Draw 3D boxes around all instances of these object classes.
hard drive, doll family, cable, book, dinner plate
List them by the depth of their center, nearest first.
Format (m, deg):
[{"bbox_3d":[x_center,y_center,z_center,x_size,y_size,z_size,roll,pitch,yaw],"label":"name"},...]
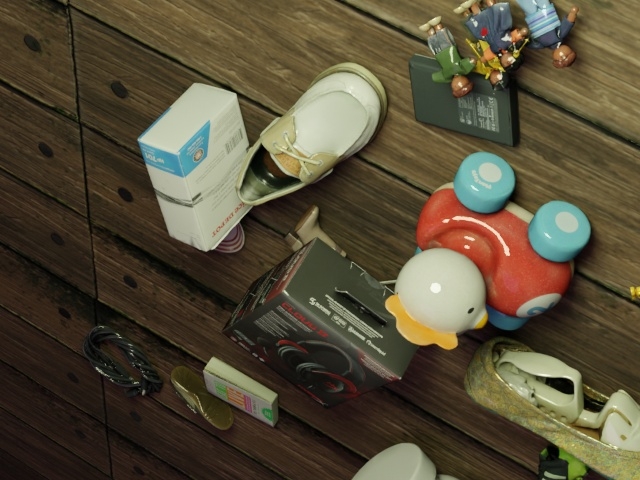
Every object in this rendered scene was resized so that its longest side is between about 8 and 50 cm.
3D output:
[{"bbox_3d":[0.197,-0.216,1.407,0.193,0.076,0.111,-20,96,58],"label":"doll family"},{"bbox_3d":[0.171,-0.167,1.541,0.135,0.022,0.094,18,142,28],"label":"hard drive"},{"bbox_3d":[-0.175,-0.038,2.029,0.141,0.017,0.141,25,144,20],"label":"dinner plate"},{"bbox_3d":[-0.143,0.280,2.367,0.144,0.035,0.096,25,148,17],"label":"book"},{"bbox_3d":[-0.391,0.242,2.539,0.150,0.047,0.184,-1,129,44],"label":"cable"}]

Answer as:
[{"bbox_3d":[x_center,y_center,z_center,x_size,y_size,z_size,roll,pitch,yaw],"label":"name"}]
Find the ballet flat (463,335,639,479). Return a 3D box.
[{"bbox_3d":[0.360,0.235,1.765,0.348,0.123,0.123,27,145,18],"label":"ballet flat"}]

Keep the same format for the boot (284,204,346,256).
[{"bbox_3d":[0.000,0.000,1.892,0.087,0.042,0.118,35,148,-6],"label":"boot"}]

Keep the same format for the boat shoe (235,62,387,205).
[{"bbox_3d":[-0.016,-0.124,1.696,0.113,0.103,0.302,42,146,-5],"label":"boat shoe"}]

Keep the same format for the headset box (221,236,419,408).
[{"bbox_3d":[0.009,0.126,1.922,0.218,0.110,0.293,37,152,-10],"label":"headset box"}]

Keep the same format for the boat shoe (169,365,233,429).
[{"bbox_3d":[-0.226,0.301,2.452,0.152,0.056,0.049,47,152,5],"label":"boat shoe"}]

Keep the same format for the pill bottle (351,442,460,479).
[{"bbox_3d":[0.208,0.525,2.156,0.363,0.210,0.210,50,145,-16],"label":"pill bottle"}]

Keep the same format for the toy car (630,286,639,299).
[{"bbox_3d":[0.417,0.110,1.608,0.040,0.060,0.122,-12,136,12],"label":"toy car"}]

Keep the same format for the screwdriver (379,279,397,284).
[{"bbox_3d":[0.084,0.060,1.895,0.170,0.024,0.025,-16,90,48],"label":"screwdriver"}]

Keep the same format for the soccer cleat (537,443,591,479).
[{"bbox_3d":[0.356,0.352,1.956,0.072,0.060,0.179,41,141,14],"label":"soccer cleat"}]

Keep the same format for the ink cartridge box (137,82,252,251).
[{"bbox_3d":[-0.167,-0.103,1.832,0.082,0.140,0.191,21,142,28],"label":"ink cartridge box"}]

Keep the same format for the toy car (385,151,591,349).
[{"bbox_3d":[0.182,0.059,1.602,0.210,0.238,0.219,34,147,7],"label":"toy car"}]
